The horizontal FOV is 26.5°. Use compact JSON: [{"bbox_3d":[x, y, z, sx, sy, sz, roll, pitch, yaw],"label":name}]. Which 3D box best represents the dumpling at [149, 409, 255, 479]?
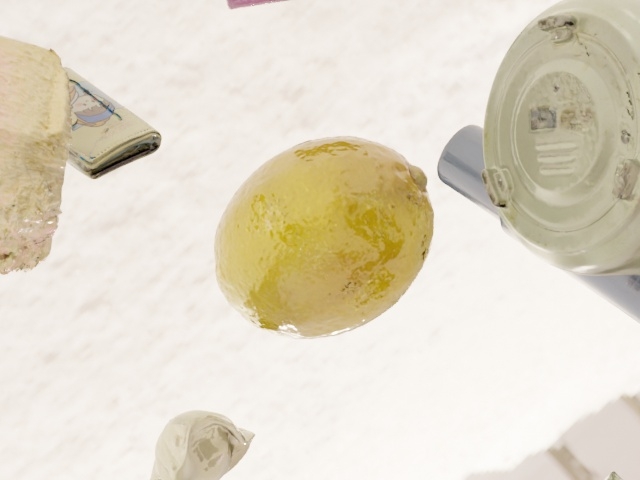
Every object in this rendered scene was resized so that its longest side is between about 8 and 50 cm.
[{"bbox_3d":[-0.145,0.276,1.783,0.134,0.100,0.169,0,122,-30],"label":"dumpling"}]

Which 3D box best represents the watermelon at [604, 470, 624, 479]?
[{"bbox_3d":[0.374,0.409,1.508,0.193,0.310,0.232,-41,119,-1],"label":"watermelon"}]

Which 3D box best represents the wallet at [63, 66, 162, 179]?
[{"bbox_3d":[-0.266,-0.134,1.506,0.110,0.155,0.039,-32,145,-39],"label":"wallet"}]

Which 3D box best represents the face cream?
[{"bbox_3d":[0.276,0.007,1.295,0.135,0.385,0.086,-34,145,-32],"label":"face cream"}]

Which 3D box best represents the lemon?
[{"bbox_3d":[0.004,-0.002,1.599,0.263,0.236,0.236,-59,156,15],"label":"lemon"}]

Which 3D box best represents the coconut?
[{"bbox_3d":[-0.346,-0.075,1.145,0.245,0.233,0.233,7,133,-27],"label":"coconut"}]

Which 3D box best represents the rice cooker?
[{"bbox_3d":[0.262,-0.082,1.049,0.244,0.226,0.226,1,136,-32],"label":"rice cooker"}]

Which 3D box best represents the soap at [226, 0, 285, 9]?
[{"bbox_3d":[-0.005,-0.390,1.706,0.259,0.181,0.081,-10,143,1],"label":"soap"}]
